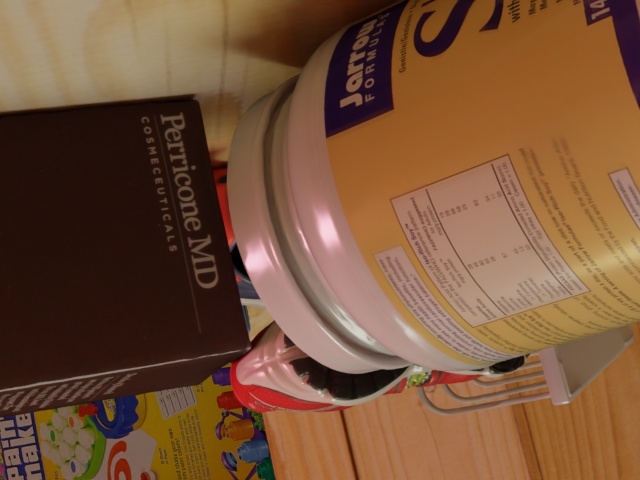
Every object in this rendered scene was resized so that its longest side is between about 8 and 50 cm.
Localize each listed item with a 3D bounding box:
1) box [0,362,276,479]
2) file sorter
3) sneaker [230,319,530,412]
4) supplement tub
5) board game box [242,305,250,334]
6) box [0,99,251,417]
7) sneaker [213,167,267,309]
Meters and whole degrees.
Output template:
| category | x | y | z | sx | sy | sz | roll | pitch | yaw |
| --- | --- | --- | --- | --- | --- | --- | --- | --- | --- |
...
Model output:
| category | x | y | z | sx | sy | sz | roll | pitch | yaw |
| --- | --- | --- | --- | --- | --- | --- | --- | --- | --- |
| box | -0.223 | 0.154 | 1.347 | 0.279 | 0.290 | 0.177 | -5 | 167 | -33 |
| file sorter | 0.215 | 0.068 | 1.547 | 0.173 | 0.193 | 0.277 | -15 | -177 | 28 |
| sneaker | 0.047 | 0.073 | 1.054 | 0.279 | 0.107 | 0.118 | -4 | 163 | -42 |
| supplement tub | 0.131 | -0.055 | 0.849 | 0.331 | 0.241 | 0.241 | -21 | 167 | 34 |
| board game box | -0.247 | 0.126 | 1.703 | 0.308 | 0.086 | 0.302 | -12 | 169 | -7 |
| box | -0.258 | 0.028 | 0.938 | 0.381 | 0.191 | 0.143 | -8 | 168 | -25 |
| sneaker | 0.000 | 0.000 | 1.248 | 0.148 | 0.131 | 0.350 | -18 | 169 | 43 |
